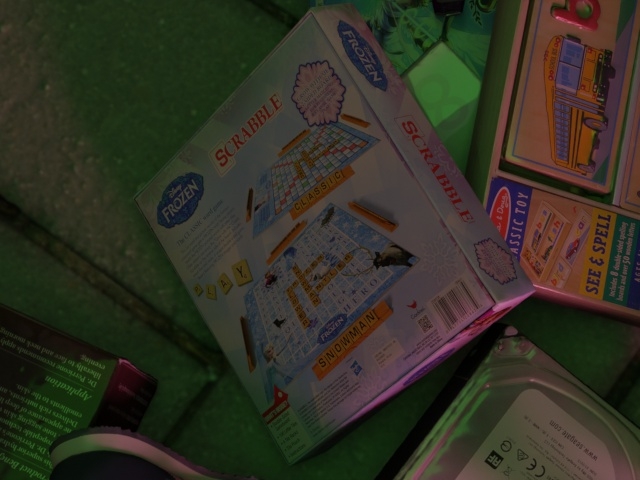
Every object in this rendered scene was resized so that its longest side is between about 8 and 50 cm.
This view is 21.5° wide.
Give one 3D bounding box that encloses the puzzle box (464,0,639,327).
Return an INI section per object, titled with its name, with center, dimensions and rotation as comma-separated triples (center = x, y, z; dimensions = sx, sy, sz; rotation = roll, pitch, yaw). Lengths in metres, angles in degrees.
[puzzle box]
center = 0.283, -0.133, 1.610
dimensions = 0.272, 0.052, 0.409
rotation = 15, 78, -21

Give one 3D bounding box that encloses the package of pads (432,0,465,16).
[package of pads]
center = 0.122, -0.267, 1.655
dimensions = 0.032, 0.050, 0.083
rotation = -7, 77, -1

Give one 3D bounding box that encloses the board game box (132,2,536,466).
[board game box]
center = 0.000, 0.000, 1.570
dimensions = 0.319, 0.066, 0.318
rotation = -41, 74, 39

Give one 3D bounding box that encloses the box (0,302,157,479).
[box]
center = -0.284, 0.180, 1.602
dimensions = 0.168, 0.167, 0.203
rotation = 24, 81, 10

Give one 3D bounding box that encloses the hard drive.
[hard drive]
center = 0.156, 0.278, 1.556
dimensions = 0.237, 0.064, 0.339
rotation = 39, 84, -7

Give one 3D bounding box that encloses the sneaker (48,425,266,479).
[sneaker]
center = -0.110, 0.276, 1.513
dimensions = 0.112, 0.319, 0.131
rotation = -39, 42, 36

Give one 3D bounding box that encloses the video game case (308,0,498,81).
[video game case]
center = 0.111, -0.217, 1.704
dimensions = 0.244, 0.061, 0.269
rotation = -4, 78, 4

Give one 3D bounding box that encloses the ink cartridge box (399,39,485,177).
[ink cartridge box]
center = 0.128, -0.047, 1.627
dimensions = 0.189, 0.066, 0.232
rotation = -43, 87, 7
